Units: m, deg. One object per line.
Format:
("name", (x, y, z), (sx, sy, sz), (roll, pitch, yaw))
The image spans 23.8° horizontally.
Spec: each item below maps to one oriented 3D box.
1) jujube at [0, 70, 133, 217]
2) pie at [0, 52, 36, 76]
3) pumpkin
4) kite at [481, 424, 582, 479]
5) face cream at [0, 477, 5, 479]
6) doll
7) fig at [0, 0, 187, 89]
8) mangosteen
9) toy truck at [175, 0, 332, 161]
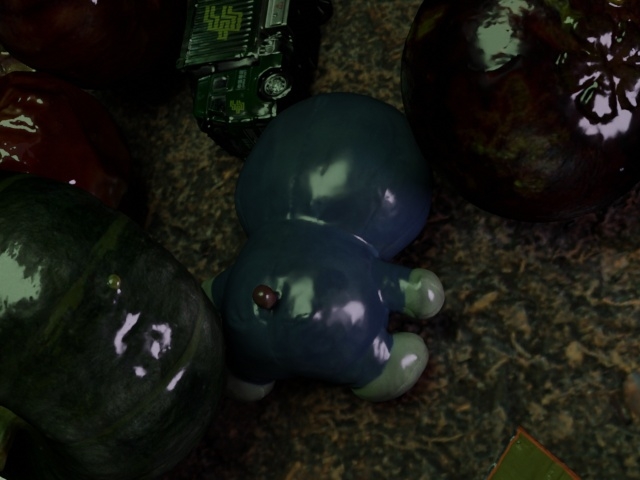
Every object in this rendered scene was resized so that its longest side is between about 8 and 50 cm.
("jujube", (-0.289, -0.037, 1.404), (0.232, 0.213, 0.213), (-27, 55, 17))
("pie", (-0.344, -0.155, 1.584), (0.092, 0.034, 0.170), (26, 71, 24))
("pumpkin", (-0.225, 0.084, 1.212), (0.300, 0.300, 0.207), (14, 56, 31))
("kite", (0.158, 0.306, 1.038), (0.327, 0.013, 0.378), (-16, 60, 43))
("face cream", (-0.336, 0.290, 1.320), (0.107, 0.073, 0.269), (33, 82, 26))
("doll", (0.000, 0.000, 1.278), (0.228, 0.154, 0.258), (-3, 56, 29))
("fig", (-0.256, -0.248, 1.454), (0.249, 0.203, 0.186), (20, 104, 32))
("mangosteen", (0.168, -0.138, 1.240), (0.231, 0.231, 0.289), (-44, 16, -1))
("toy truck", (-0.058, -0.201, 1.440), (0.121, 0.088, 0.259), (-6, 61, 22))
